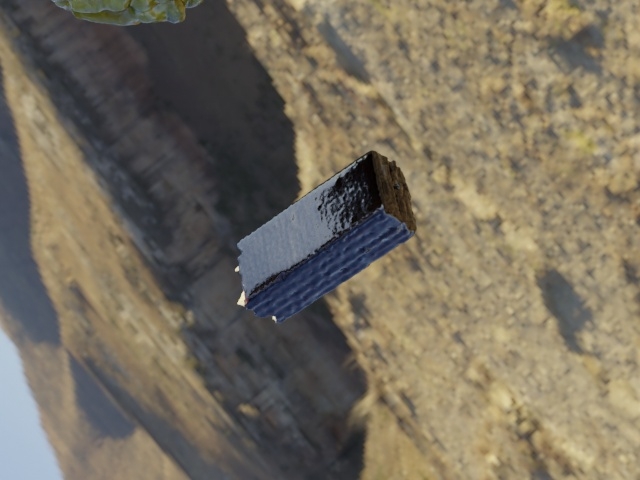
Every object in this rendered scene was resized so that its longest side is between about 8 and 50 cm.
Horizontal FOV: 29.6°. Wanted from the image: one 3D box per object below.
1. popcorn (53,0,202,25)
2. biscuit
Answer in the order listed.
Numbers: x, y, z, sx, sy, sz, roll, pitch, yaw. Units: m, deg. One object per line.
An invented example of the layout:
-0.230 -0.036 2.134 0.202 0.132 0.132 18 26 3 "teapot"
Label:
-0.235 -0.376 1.472 0.249 0.249 0.225 43 139 42 "popcorn"
0.000 0.000 1.497 0.070 0.252 0.106 33 -147 -40 "biscuit"
